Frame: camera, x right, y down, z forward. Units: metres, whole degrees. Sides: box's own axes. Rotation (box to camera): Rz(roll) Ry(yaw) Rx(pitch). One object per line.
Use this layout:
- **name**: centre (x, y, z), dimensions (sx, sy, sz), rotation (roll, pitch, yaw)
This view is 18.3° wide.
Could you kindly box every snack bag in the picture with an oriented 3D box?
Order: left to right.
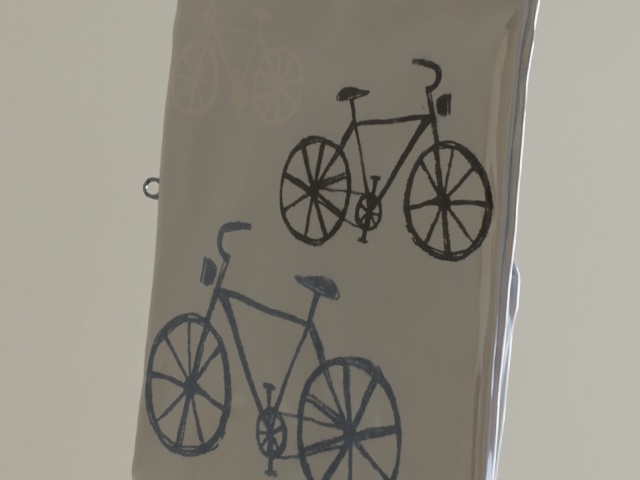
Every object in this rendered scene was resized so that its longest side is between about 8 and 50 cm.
- **snack bag**: centre (0.000, 0.000, 1.096), dimensions (0.037, 0.323, 0.342), rotation (2, -87, -37)
